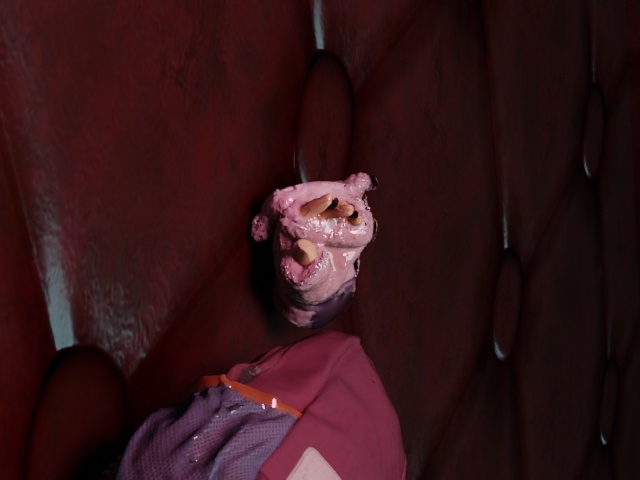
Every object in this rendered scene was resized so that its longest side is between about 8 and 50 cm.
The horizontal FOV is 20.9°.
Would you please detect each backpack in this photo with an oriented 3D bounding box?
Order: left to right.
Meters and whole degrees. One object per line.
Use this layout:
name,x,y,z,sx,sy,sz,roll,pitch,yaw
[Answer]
backpack,-0.038,0.206,1.301,0.317,0.197,0.283,-58,144,-58

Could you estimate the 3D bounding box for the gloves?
gloves,-0.006,0.006,1.482,0.110,0.094,0.144,-12,129,-44
